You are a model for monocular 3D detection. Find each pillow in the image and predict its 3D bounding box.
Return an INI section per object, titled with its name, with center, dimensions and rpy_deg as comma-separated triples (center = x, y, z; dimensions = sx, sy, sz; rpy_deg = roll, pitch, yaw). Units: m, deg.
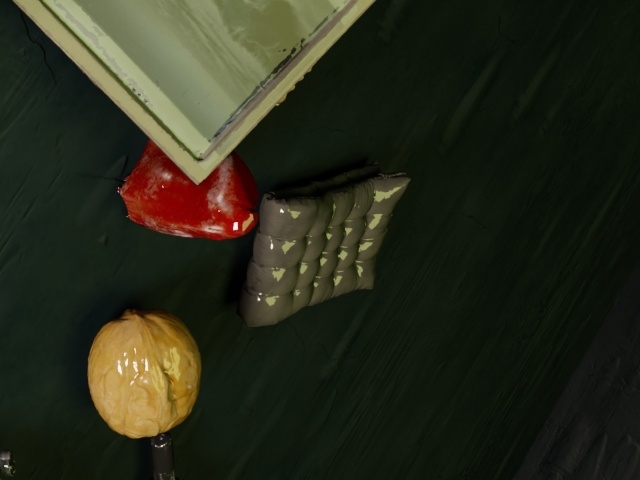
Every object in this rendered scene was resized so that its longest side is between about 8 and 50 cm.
[pillow]
center = 0.000, 0.000, 2.060
dimensions = 0.326, 0.101, 0.228
rpy_deg = -15, 126, -49

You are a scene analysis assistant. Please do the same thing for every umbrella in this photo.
[umbrella]
center = -0.243, 0.445, 2.032
dimensions = 0.118, 0.118, 0.340
rpy_deg = -29, 131, -43

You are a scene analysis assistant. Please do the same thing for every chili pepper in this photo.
[chili pepper]
center = -0.147, -0.068, 1.652
dimensions = 0.144, 0.253, 0.136
rpy_deg = -33, 120, -29

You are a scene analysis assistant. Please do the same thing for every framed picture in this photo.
[framed picture]
center = -0.166, -0.316, 1.423
dimensions = 0.326, 0.028, 0.446
rpy_deg = -47, 125, -4

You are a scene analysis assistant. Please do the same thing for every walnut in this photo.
[walnut]
center = -0.245, 0.183, 1.780
dimensions = 0.159, 0.159, 0.206
rpy_deg = -37, 142, -36

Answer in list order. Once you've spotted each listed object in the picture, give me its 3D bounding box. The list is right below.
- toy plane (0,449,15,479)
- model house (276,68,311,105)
[toy plane]
center = -0.459, 0.292, 1.632
dimensions = 0.182, 0.107, 0.273
rpy_deg = -21, 124, 11
[model house]
center = -0.107, -0.284, 1.599
dimensions = 0.196, 0.160, 0.254
rpy_deg = 8, 110, -43
